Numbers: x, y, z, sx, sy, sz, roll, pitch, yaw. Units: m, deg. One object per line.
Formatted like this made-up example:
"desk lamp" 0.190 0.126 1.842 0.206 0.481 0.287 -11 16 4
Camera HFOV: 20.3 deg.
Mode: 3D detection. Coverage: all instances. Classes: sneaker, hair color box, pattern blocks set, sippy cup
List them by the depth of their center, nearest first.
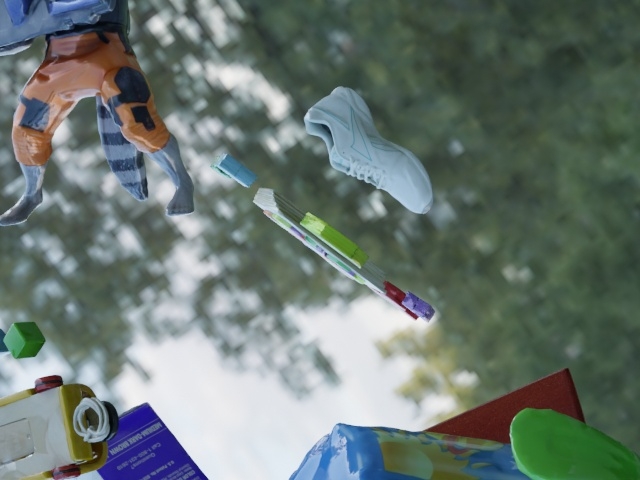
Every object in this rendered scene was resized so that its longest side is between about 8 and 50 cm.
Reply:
"sippy cup" 0.089 0.236 1.278 0.224 0.305 0.240 18 -170 -19
"sneaker" 0.044 -0.076 1.683 0.152 0.061 0.054 46 145 17
"hair color box" -0.142 0.364 1.923 0.339 0.110 0.185 47 145 19
"pattern blocks set" 0.000 0.000 2.145 0.325 0.026 0.285 36 177 -1

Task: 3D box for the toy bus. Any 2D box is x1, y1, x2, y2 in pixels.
"toy bus" -0.256 0.187 1.746 0.202 0.191 0.104 37 -154 34

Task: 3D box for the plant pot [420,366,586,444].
"plant pot" 0.168 0.318 1.965 0.236 0.267 0.267 66 162 10

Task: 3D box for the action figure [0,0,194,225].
"action figure" -0.264 -0.185 1.704 0.178 0.341 0.330 -19 -74 -56
